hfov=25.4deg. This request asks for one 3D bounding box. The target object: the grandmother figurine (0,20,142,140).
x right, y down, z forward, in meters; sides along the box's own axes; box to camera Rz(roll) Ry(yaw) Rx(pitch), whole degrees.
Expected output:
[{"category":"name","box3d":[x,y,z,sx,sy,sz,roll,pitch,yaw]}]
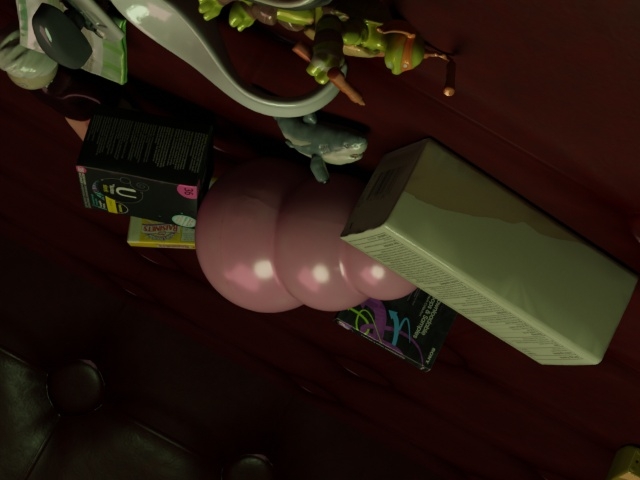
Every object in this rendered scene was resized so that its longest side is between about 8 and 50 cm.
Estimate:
[{"category":"grandmother figurine","box3d":[-0.333,-0.190,1.959,0.208,0.104,0.342,8,160,29]}]

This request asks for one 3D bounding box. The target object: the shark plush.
[{"category":"shark plush","box3d":[-0.011,-0.142,1.684,0.161,0.073,0.067,44,151,22]}]

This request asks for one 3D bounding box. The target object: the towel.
[{"category":"towel","box3d":[-0.308,-0.256,1.755,0.152,0.023,0.113,23,143,13]}]

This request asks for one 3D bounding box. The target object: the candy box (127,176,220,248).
[{"category":"candy box","box3d":[-0.166,-0.039,2.015,0.206,0.105,0.027,3,164,8]}]

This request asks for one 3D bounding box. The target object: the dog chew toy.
[{"category":"dog chew toy","box3d":[0.000,0.000,1.824,0.332,0.206,0.206,7,155,37]}]

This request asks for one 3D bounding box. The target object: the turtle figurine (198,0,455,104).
[{"category":"turtle figurine","box3d":[0.005,-0.194,1.264,0.217,0.087,0.269,22,-160,20]}]

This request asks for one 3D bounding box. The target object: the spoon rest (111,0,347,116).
[{"category":"spoon rest","box3d":[-0.111,-0.208,1.520,0.276,0.084,0.137,26,165,6]}]

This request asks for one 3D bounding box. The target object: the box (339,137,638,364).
[{"category":"box","box3d":[0.197,0.020,1.660,0.311,0.121,0.148,32,165,-16]}]

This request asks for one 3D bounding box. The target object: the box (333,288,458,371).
[{"category":"box","box3d":[0.116,0.107,2.116,0.162,0.116,0.029,29,164,-7]}]

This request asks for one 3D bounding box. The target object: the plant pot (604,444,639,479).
[{"category":"plant pot","box3d":[0.537,0.393,2.406,0.081,0.081,0.083,26,155,7]}]

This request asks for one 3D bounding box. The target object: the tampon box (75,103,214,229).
[{"category":"tampon box","box3d":[-0.230,-0.097,1.889,0.161,0.101,0.120,11,153,3]}]

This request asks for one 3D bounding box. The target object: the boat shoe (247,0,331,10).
[{"category":"boat shoe","box3d":[-0.113,-0.279,1.233,0.335,0.112,0.095,26,-159,22]}]

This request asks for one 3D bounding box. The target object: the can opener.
[{"category":"can opener","box3d":[-0.317,-0.297,1.594,0.074,0.093,0.280,18,158,37]}]
